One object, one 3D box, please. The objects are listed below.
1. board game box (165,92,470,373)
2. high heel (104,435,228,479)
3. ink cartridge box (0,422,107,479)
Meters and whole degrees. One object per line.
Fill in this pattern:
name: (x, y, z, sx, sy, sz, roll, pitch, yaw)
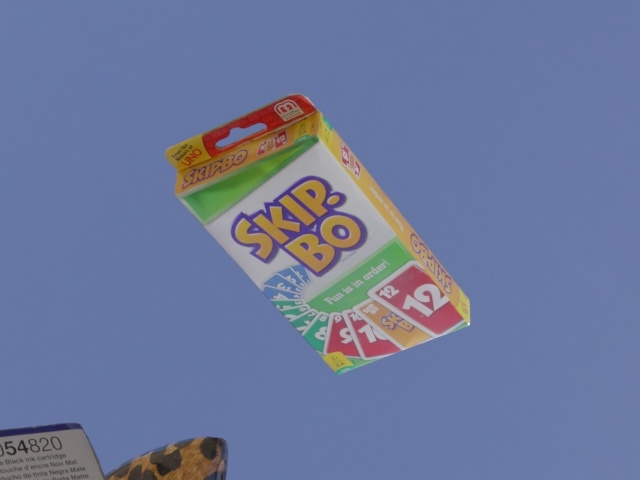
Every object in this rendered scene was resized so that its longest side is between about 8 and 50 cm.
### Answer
board game box: (0.000, 0.000, 1.347, 0.124, 0.259, 0.039, -22, -142, 22)
high heel: (-0.167, 0.201, 0.964, 0.261, 0.186, 0.093, -52, -121, 27)
ink cartridge box: (-0.179, 0.199, 0.868, 0.045, 0.223, 0.224, -58, -132, 38)
